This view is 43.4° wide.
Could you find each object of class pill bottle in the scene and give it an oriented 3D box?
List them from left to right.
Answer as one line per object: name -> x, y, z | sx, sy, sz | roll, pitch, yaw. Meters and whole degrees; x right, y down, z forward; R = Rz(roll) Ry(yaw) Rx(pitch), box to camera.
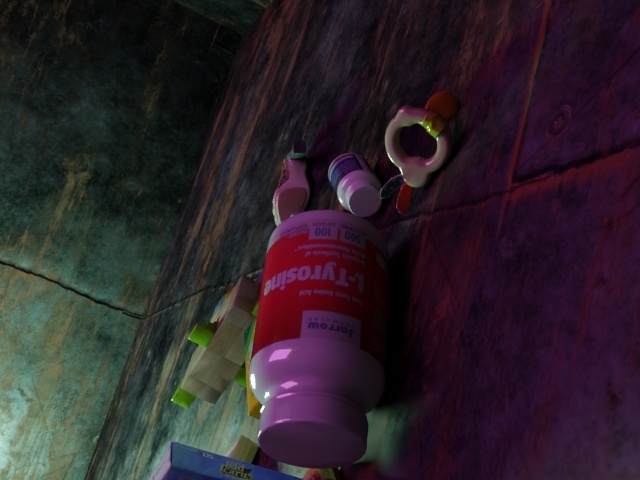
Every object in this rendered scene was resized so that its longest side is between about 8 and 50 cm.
pill bottle -> 0.001, 0.165, 1.381 | 0.229, 0.229, 0.408 | -47, 29, 44
pill bottle -> 0.075, -0.114, 1.684 | 0.094, 0.094, 0.169 | -60, 21, 18

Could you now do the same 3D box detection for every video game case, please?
video game case -> -0.198, 0.501, 1.464 | 0.244, 0.269, 0.061 | -58, 23, 24

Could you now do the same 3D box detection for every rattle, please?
rattle -> 0.184, -0.168, 1.512 | 0.143, 0.130, 0.200 | -79, -6, -57

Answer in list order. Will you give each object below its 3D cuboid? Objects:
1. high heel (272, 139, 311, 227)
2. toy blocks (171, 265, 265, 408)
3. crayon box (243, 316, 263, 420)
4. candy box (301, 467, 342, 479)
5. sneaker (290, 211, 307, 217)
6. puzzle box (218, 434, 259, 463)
high heel -> -0.077, -0.124, 2.141 | 0.186, 0.093, 0.261 | 124, 157, -80
toy blocks -> -0.218, 0.216, 2.009 | 0.381, 0.190, 0.261 | -56, 11, 26
crayon box -> -0.065, 0.234, 1.652 | 0.203, 0.083, 0.323 | -50, 25, 20
candy box -> -0.021, 0.478, 1.356 | 0.187, 0.053, 0.109 | -61, 21, 13
sneaker -> 0.000, 0.000, 1.712 | 0.110, 0.122, 0.283 | -67, 20, 1
puzzle box -> -0.283, 0.629, 1.692 | 0.272, 0.052, 0.409 | -46, 11, 44
